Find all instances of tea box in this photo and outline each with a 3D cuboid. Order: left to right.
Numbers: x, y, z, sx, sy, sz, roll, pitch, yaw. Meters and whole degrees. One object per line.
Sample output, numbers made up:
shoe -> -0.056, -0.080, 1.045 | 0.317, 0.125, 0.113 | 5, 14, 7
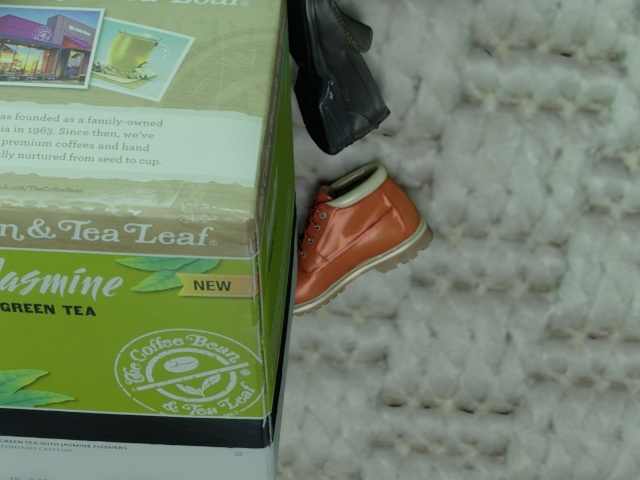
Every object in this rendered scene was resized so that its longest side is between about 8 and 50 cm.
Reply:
tea box -> -0.188, 0.001, 1.343 | 0.329, 0.220, 0.323 | 2, 139, 4

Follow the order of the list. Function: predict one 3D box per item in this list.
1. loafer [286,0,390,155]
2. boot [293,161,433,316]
loafer -> 0.008, -0.146, 1.438 | 0.061, 0.062, 0.170 | -26, 130, -16
boot -> 0.000, 0.000, 1.536 | 0.158, 0.059, 0.085 | -30, 119, 5
